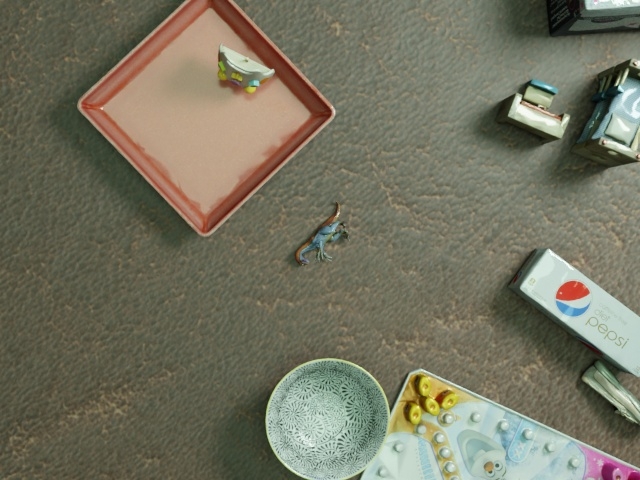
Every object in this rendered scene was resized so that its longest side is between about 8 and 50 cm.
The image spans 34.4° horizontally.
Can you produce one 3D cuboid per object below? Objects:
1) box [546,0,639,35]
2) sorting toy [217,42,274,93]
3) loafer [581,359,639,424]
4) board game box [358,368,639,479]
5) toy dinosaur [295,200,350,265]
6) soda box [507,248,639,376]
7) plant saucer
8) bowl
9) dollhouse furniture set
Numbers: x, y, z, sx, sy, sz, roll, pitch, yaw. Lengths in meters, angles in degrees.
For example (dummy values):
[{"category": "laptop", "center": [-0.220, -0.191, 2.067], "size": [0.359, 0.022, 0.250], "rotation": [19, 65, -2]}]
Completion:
[{"category": "box", "center": [0.455, -0.375, 1.438], "size": [0.248, 0.163, 0.142], "rotation": [-6, 89, -4]}, {"category": "sorting toy", "center": [-0.107, -0.232, 1.389], "size": [0.083, 0.075, 0.044], "rotation": [26, 88, -4]}, {"category": "loafer", "center": [0.432, 0.231, 1.502], "size": [0.039, 0.045, 0.125], "rotation": [-42, 87, 13]}, {"category": "board game box", "center": [0.228, 0.436, 1.477], "size": [0.390, 0.050, 0.389], "rotation": [25, 88, -4]}, {"category": "toy dinosaur", "center": [0.000, 0.000, 1.474], "size": [0.082, 0.047, 0.090], "rotation": [-16, 58, 4]}, {"category": "soda box", "center": [0.379, 0.102, 1.480], "size": [0.216, 0.069, 0.074], "rotation": [37, 87, -5]}, {"category": "plant saucer", "center": [-0.157, -0.181, 1.446], "size": [0.259, 0.048, 0.258], "rotation": [-44, 93, -4]}, {"category": "bowl", "center": [0.007, 0.245, 1.443], "size": [0.170, 0.080, 0.170], "rotation": [0, 89, -5]}, {"category": "dollhouse furniture set", "center": [0.366, -0.197, 1.448], "size": [0.184, 0.129, 0.129], "rotation": [21, 88, -4]}]
